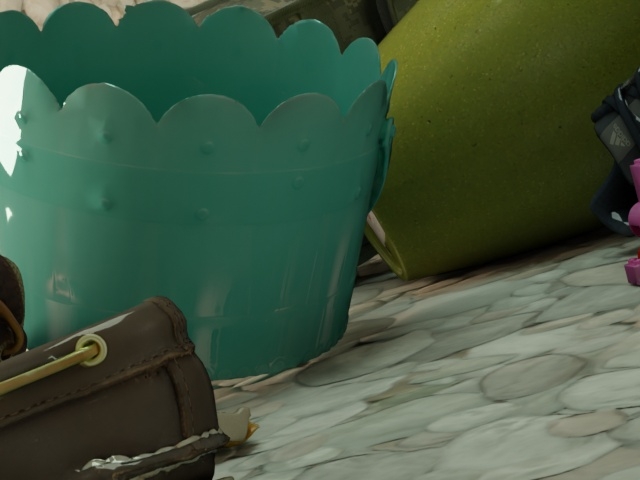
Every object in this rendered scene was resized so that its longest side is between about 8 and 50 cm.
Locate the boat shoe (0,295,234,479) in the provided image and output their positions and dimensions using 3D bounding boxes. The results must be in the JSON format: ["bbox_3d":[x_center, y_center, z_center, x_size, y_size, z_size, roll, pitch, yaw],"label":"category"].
[{"bbox_3d":[-0.186,0.100,0.684,0.324,0.096,0.116,-13,-4,24],"label":"boat shoe"}]

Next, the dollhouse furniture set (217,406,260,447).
[{"bbox_3d":[-0.109,0.111,0.821,0.152,0.058,0.076,3,-8,-17],"label":"dollhouse furniture set"}]

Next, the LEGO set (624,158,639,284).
[{"bbox_3d":[0.286,-0.048,0.960,0.227,0.093,0.087,-16,5,-7],"label":"LEGO set"}]

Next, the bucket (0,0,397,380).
[{"bbox_3d":[-0.093,-0.040,1.067,0.281,0.183,0.281,5,19,-2],"label":"bucket"}]

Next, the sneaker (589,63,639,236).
[{"bbox_3d":[0.234,-0.090,1.019,0.121,0.111,0.300,-26,-32,-12],"label":"sneaker"}]

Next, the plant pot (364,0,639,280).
[{"bbox_3d":[0.150,-0.104,1.263,0.293,0.274,0.275,-32,6,-4],"label":"plant pot"}]

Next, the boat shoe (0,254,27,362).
[{"bbox_3d":[-0.213,0.037,0.850,0.123,0.123,0.342,-30,-18,-11],"label":"boat shoe"}]

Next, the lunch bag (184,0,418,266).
[{"bbox_3d":[0.017,-0.115,1.409,0.287,0.235,0.169,-29,23,-26],"label":"lunch bag"}]
